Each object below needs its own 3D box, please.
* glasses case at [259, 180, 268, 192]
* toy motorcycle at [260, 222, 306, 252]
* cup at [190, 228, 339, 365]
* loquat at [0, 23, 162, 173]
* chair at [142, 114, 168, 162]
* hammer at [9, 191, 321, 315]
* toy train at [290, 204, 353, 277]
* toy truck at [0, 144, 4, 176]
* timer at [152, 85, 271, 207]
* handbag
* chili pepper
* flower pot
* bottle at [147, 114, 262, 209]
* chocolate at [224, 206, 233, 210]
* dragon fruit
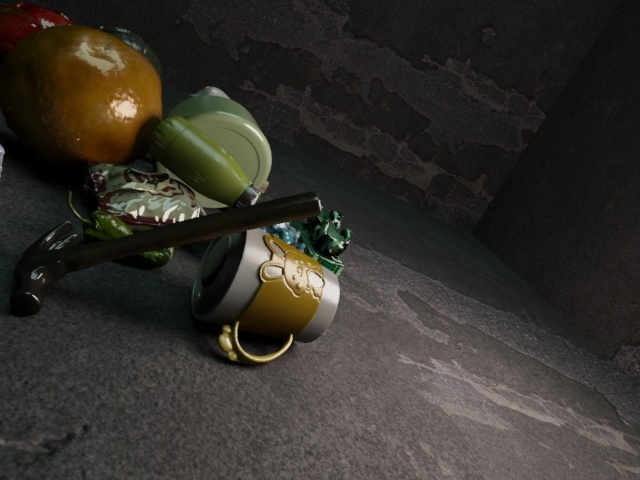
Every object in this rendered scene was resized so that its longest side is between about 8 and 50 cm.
[{"bbox_3d":[-0.262,-0.206,1.634,0.083,0.050,0.196,42,21,32],"label":"glasses case"},{"bbox_3d":[-0.140,0.000,1.088,0.206,0.154,0.260,2,14,-8],"label":"toy motorcycle"},{"bbox_3d":[-0.097,0.104,0.827,0.226,0.185,0.241,25,50,-30],"label":"cup"},{"bbox_3d":[-0.514,-0.304,1.048,0.328,0.328,0.328,26,17,-8],"label":"loquat"},{"bbox_3d":[-0.453,-0.280,1.395,0.147,0.136,0.270,27,15,0],"label":"chair"},{"bbox_3d":[-0.212,-0.005,0.713,0.440,0.044,0.168,-13,37,-10],"label":"hammer"},{"bbox_3d":[0.000,0.000,1.265,0.115,0.154,0.269,20,18,-24],"label":"toy train"},{"bbox_3d":[-0.633,-0.164,0.804,0.080,0.115,0.178,38,17,30],"label":"toy truck"},{"bbox_3d":[-0.297,-0.293,1.283,0.291,0.291,0.315,18,38,-33],"label":"timer"},{"bbox_3d":[-0.357,-0.086,0.997,0.235,0.127,0.213,12,26,-41],"label":"handbag"},{"bbox_3d":[-0.367,-0.009,0.852,0.204,0.073,0.072,32,-5,-29],"label":"chili pepper"},{"bbox_3d":[-0.706,-0.584,1.649,0.302,0.301,0.213,15,22,-39],"label":"flower pot"},{"bbox_3d":[-0.244,-0.155,1.043,0.260,0.112,0.112,38,17,0],"label":"bottle"},{"bbox_3d":[-0.242,-0.107,1.350,0.219,0.085,0.086,43,21,28],"label":"chocolate"},{"bbox_3d":[-0.777,-0.510,1.329,0.277,0.277,0.342,40,19,35],"label":"dragon fruit"}]
